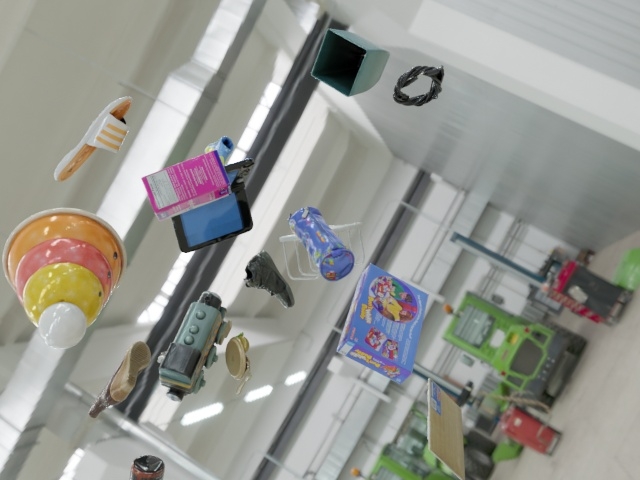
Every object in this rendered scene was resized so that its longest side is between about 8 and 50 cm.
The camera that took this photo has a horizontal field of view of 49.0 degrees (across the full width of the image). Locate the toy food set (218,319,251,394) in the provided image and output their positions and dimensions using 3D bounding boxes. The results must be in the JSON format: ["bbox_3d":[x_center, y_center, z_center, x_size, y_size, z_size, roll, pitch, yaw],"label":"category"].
[{"bbox_3d":[-0.234,0.336,2.020,0.038,0.192,0.132,-2,-40,-32],"label":"toy food set"}]

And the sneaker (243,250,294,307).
[{"bbox_3d":[-0.190,0.161,2.476,0.130,0.227,0.087,-37,8,-30],"label":"sneaker"}]

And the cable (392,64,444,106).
[{"bbox_3d":[0.282,-0.438,2.036,0.150,0.047,0.184,-18,-20,-11],"label":"cable"}]

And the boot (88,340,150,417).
[{"bbox_3d":[-0.687,0.467,2.382,0.207,0.090,0.248,-38,22,22],"label":"boot"}]

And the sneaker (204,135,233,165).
[{"bbox_3d":[-0.397,-0.368,2.835,0.126,0.091,0.240,-51,27,13],"label":"sneaker"}]

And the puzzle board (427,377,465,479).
[{"bbox_3d":[0.190,0.288,1.076,0.011,0.096,0.128,-28,32,28],"label":"puzzle board"}]

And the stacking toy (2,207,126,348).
[{"bbox_3d":[-0.709,0.153,1.942,0.351,0.350,0.480,-67,26,20],"label":"stacking toy"}]

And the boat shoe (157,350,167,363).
[{"bbox_3d":[-0.481,0.364,2.198,0.038,0.046,0.125,-67,8,-23],"label":"boat shoe"}]

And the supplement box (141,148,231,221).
[{"bbox_3d":[-0.367,-0.151,1.938,0.220,0.114,0.111,-21,-8,-8],"label":"supplement box"}]

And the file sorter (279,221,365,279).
[{"bbox_3d":[0.016,0.040,2.738,0.277,0.193,0.173,-15,-83,-45],"label":"file sorter"}]

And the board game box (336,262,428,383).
[{"bbox_3d":[0.210,0.264,2.285,0.078,0.233,0.347,-56,8,44],"label":"board game box"}]

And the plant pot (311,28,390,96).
[{"bbox_3d":[0.120,-0.599,2.349,0.234,0.165,0.165,-25,-36,-54],"label":"plant pot"}]

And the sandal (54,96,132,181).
[{"bbox_3d":[-0.510,-0.221,1.639,0.265,0.076,0.102,-47,2,11],"label":"sandal"}]

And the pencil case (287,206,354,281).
[{"bbox_3d":[0.000,0.000,2.278,0.119,0.306,0.133,-20,-51,-13],"label":"pencil case"}]

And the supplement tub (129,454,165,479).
[{"bbox_3d":[-0.552,0.783,2.201,0.106,0.106,0.198,-24,-51,-66],"label":"supplement tub"}]

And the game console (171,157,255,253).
[{"bbox_3d":[-0.343,-0.116,2.344,0.293,0.173,0.250,-22,-13,-31],"label":"game console"}]

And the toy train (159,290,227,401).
[{"bbox_3d":[-0.374,0.311,2.092,0.190,0.142,0.334,101,-171,-56],"label":"toy train"}]
